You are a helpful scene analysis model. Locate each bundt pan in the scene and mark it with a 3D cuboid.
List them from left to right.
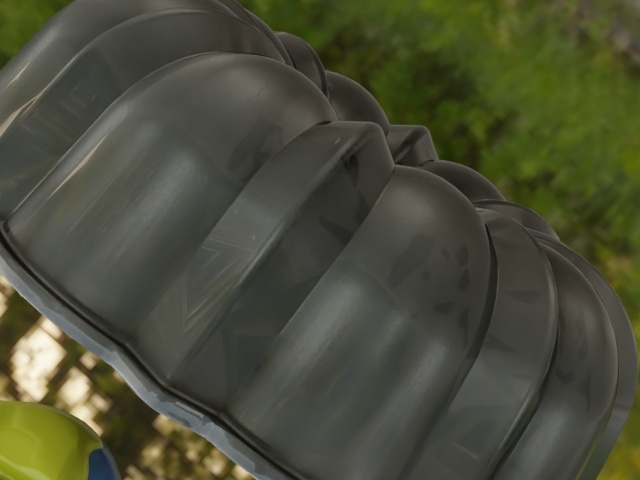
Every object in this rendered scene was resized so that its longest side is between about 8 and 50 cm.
[{"bbox_3d":[0.000,0.000,0.786,0.331,0.124,0.331,35,-171,-6],"label":"bundt pan"}]

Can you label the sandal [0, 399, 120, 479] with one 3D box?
[{"bbox_3d":[-0.195,0.209,0.802,0.126,0.317,0.138,36,175,40],"label":"sandal"}]
